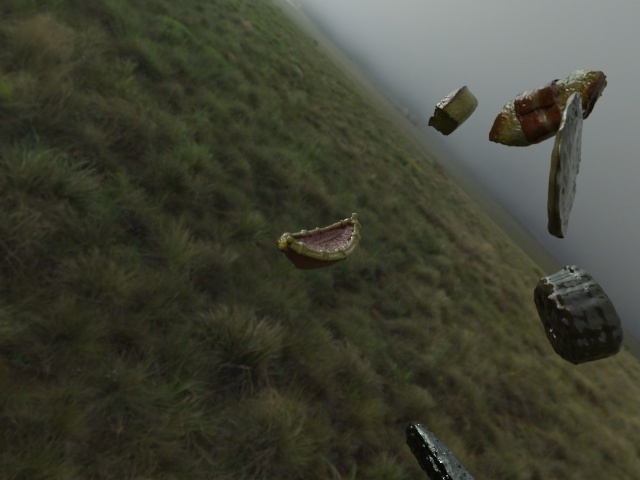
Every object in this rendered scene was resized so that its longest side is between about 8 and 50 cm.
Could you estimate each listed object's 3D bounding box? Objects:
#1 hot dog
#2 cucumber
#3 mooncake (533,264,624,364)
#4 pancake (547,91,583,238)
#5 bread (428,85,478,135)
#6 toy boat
[{"bbox_3d":[0.493,-0.279,1.084,0.093,0.262,0.123,-9,87,-43],"label":"hot dog"},{"bbox_3d":[0.244,0.457,1.007,0.081,0.072,0.303,57,-6,-23],"label":"cucumber"},{"bbox_3d":[0.600,0.180,1.188,0.228,0.124,0.228,-22,90,-84],"label":"mooncake"},{"bbox_3d":[0.384,-0.115,0.774,0.235,0.029,0.211,-47,134,-44],"label":"pancake"},{"bbox_3d":[0.377,-0.368,1.395,0.086,0.125,0.156,48,-8,5],"label":"bread"},{"bbox_3d":[0.000,0.006,1.104,0.141,0.099,0.318,21,20,24],"label":"toy boat"}]
